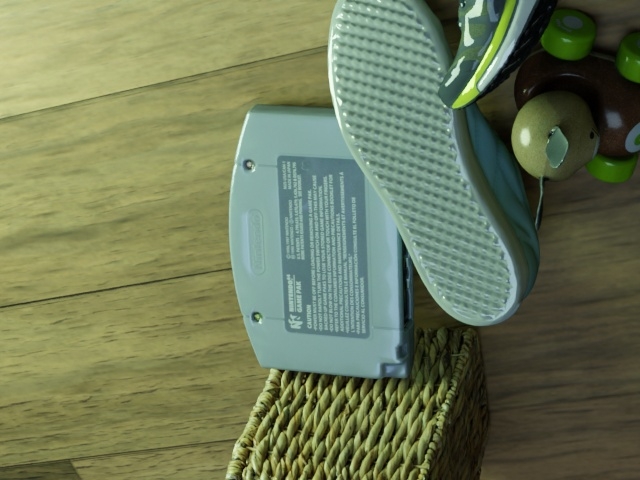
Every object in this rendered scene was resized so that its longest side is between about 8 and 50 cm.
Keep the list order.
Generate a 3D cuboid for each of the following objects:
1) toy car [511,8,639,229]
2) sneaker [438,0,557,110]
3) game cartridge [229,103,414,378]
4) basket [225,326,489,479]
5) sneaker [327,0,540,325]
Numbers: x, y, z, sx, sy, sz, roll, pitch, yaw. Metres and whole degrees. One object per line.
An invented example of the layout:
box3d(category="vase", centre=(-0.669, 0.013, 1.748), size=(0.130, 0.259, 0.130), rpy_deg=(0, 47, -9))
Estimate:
box3d(category="toy car", centre=(0.243, -0.099, 1.851), size=(0.149, 0.188, 0.155), rpy_deg=(18, 132, 7))
box3d(category="sneaker", centre=(0.164, -0.263, 1.792), size=(0.121, 0.111, 0.300), rpy_deg=(26, 112, 15))
box3d(category="game cartridge", centre=(0.000, 0.000, 2.068), size=(0.196, 0.060, 0.294), rpy_deg=(3, 109, 15))
box3d(category="basket", centre=(0.049, 0.251, 2.139), size=(0.223, 0.299, 0.213), rpy_deg=(3, 129, 17))
box3d(category="sneaker", centre=(0.118, -0.097, 1.954), size=(0.135, 0.150, 0.366), rpy_deg=(-17, 96, 24))
